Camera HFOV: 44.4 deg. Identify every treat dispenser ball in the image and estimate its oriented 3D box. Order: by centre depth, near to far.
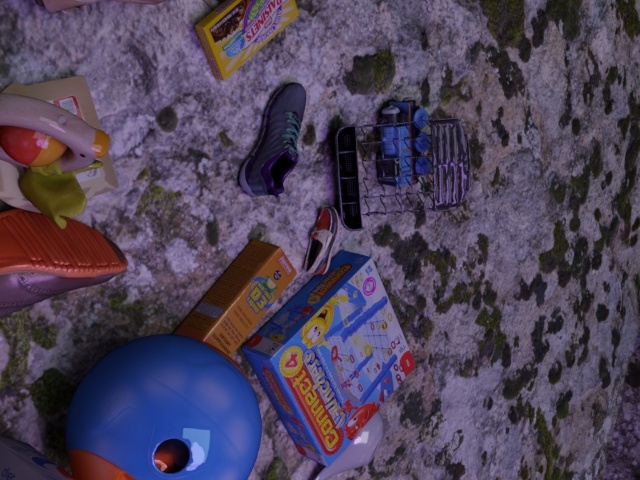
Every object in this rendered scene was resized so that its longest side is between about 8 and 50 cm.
[{"bbox_3d":[-0.232,0.283,1.175,0.288,0.288,0.287,-11,106,-42],"label":"treat dispenser ball"}]

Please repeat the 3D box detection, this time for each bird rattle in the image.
[{"bbox_3d":[-0.382,-0.137,0.993,0.254,0.207,0.143,35,56,-37],"label":"bird rattle"}]

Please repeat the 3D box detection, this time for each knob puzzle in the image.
[{"bbox_3d":[-0.402,-0.127,1.105,0.213,0.030,0.213,-1,93,-32],"label":"knob puzzle"}]

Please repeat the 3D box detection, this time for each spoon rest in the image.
[{"bbox_3d":[0.050,0.469,1.628,0.276,0.084,0.137,-58,165,-23],"label":"spoon rest"}]

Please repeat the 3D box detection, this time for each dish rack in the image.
[{"bbox_3d":[0.165,-0.137,1.539,0.272,0.074,0.208,-6,107,-4],"label":"dish rack"}]

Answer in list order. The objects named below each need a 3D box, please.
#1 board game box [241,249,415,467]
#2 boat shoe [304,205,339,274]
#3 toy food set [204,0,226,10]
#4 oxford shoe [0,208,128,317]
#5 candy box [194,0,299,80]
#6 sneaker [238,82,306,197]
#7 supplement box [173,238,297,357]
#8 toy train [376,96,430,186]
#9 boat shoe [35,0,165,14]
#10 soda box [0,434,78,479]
[{"bbox_3d":[0.029,0.232,1.560,0.302,0.086,0.308,-44,126,-30],"label":"board game box"},{"bbox_3d":[0.000,0.000,1.513,0.043,0.049,0.136,6,99,-42],"label":"boat shoe"},{"bbox_3d":[-0.152,-0.437,1.292,0.078,0.019,0.122,38,72,-42],"label":"toy food set"},{"bbox_3d":[-0.434,0.042,1.077,0.364,0.130,0.132,1,130,-51],"label":"oxford shoe"},{"bbox_3d":[-0.119,-0.371,1.320,0.206,0.027,0.105,-48,143,-26],"label":"candy box"},{"bbox_3d":[-0.057,-0.174,1.384,0.083,0.098,0.223,30,78,-43],"label":"sneaker"},{"bbox_3d":[-0.145,0.108,1.372,0.233,0.080,0.078,-53,132,-25],"label":"supplement box"},{"bbox_3d":[0.167,-0.199,1.613,0.105,0.080,0.184,-16,109,-35],"label":"toy train"},{"bbox_3d":[-0.356,-0.371,1.060,0.341,0.121,0.110,5,132,-42],"label":"boat shoe"},{"bbox_3d":[-0.384,0.345,1.042,0.091,0.286,0.098,37,71,-42],"label":"soda box"}]
